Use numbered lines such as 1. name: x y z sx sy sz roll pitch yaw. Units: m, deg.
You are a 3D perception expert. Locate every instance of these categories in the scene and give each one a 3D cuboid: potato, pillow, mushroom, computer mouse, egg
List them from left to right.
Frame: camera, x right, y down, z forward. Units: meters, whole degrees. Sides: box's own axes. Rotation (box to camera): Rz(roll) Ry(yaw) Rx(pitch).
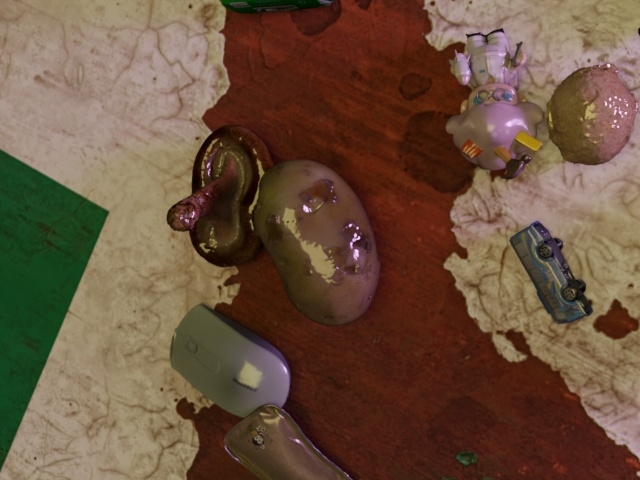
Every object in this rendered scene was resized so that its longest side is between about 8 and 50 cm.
1. mushroom: -0.162 -0.066 1.402 0.148 0.217 0.227 3 94 19
2. computer mouse: -0.150 0.199 1.491 0.231 0.079 0.128 25 99 19
3. pillow: -0.046 0.356 1.465 0.130 0.033 0.217 -38 98 19
4. potato: 0.000 0.000 1.390 0.165 0.165 0.262 -26 94 18
5. egg: 0.372 -0.172 1.273 0.116 0.118 0.140 22 114 56

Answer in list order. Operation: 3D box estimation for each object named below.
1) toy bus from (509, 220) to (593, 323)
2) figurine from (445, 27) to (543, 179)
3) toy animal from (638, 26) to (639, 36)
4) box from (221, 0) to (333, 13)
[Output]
1. toy bus: 0.331 0.047 1.330 0.061 0.051 0.153 -31 83 30
2. figurine: 0.244 -0.188 1.318 0.137 0.112 0.229 -6 78 11
3. toy animal: 0.446 -0.380 1.251 0.137 0.082 0.270 -26 81 15
4. box: -0.066 -0.477 1.407 0.180 0.103 0.250 1 94 18
